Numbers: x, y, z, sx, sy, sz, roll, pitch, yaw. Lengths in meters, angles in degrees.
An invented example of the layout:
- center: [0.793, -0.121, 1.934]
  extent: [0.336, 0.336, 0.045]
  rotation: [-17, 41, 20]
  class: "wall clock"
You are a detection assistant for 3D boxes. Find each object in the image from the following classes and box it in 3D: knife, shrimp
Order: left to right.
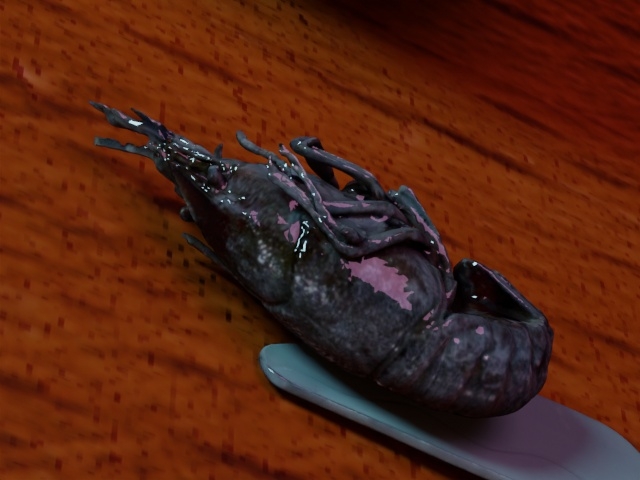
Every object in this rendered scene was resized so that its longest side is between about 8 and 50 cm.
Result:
- center: [0.000, 0.000, 0.610]
  extent: [0.165, 0.056, 0.065]
  rotation: [40, 38, 0]
  class: "shrimp"
- center: [0.099, 0.081, 0.639]
  extent: [0.260, 0.034, 0.063]
  rotation: [28, 35, -11]
  class: "knife"
